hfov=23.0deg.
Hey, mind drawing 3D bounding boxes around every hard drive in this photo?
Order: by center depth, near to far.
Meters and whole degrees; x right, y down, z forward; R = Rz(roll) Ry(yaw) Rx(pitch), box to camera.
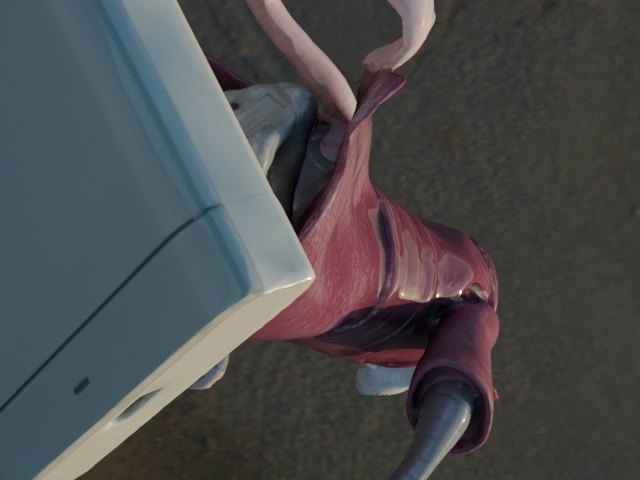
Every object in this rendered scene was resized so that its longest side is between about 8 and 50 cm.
[{"bbox_3d":[-0.148,-0.088,0.656,0.047,0.233,0.353,-17,75,-38],"label":"hard drive"}]

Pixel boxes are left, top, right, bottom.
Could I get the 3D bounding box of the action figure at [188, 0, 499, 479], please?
[{"bbox_3d":[0.000,0.000,0.874,0.370,0.248,0.276,24,96,-50],"label":"action figure"}]
